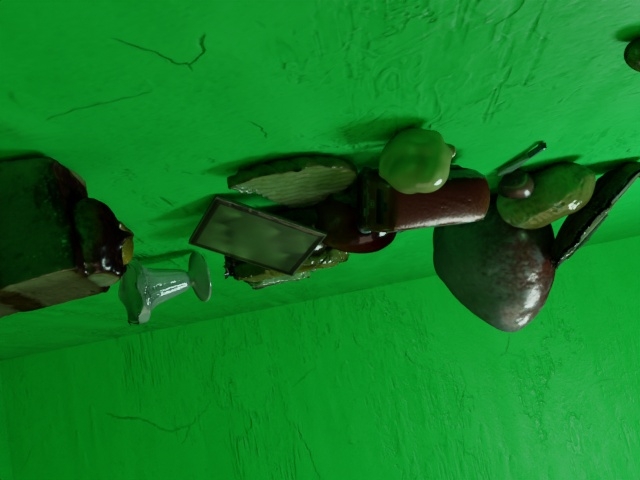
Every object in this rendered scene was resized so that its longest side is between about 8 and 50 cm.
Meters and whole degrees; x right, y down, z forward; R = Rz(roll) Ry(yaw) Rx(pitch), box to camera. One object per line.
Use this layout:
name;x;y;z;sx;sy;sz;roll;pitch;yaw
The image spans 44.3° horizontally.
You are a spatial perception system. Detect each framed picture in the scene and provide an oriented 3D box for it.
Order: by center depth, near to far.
framed picture;-0.124;-0.004;1.531;0.231;0.010;0.173;19;142;-19

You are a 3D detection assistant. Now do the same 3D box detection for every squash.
squash;0.483;-0.254;1.065;0.183;0.052;0.052;-10;171;-24

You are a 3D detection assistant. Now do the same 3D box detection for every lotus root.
lotus root;0.636;-0.068;1.862;0.329;0.078;0.167;-45;159;-13

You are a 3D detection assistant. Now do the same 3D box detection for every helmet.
helmet;0.417;-0.127;1.699;0.084;0.065;0.049;4;156;31

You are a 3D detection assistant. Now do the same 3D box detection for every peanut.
peanut;0.504;-0.100;1.749;0.224;0.129;0.129;-19;167;39

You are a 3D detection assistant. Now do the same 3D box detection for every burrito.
burrito;-0.134;0.111;2.443;0.229;0.063;0.058;-7;160;-34

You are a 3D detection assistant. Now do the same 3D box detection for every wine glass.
wine glass;-0.378;0.105;1.898;0.196;0.165;0.165;-13;173;-33

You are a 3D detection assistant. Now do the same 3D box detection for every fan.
fan;0.410;-0.164;1.592;0.038;0.016;0.193;-12;172;-14

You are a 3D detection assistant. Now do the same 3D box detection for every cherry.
cherry;0.429;0.045;1.982;0.291;0.335;0.326;-23;-156;-40

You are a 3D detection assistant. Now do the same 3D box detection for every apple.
apple;0.069;-0.043;1.557;0.158;0.147;0.156;-12;-168;12

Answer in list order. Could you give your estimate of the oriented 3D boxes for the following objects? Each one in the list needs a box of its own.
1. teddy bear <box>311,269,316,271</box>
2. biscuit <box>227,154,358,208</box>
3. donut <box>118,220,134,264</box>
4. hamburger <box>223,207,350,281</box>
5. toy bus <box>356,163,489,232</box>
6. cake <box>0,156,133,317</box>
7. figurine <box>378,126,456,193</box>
teddy bear;-0.003;0.020;1.922;0.213;0.111;0.133;-3;172;-31
biscuit;-0.027;-0.108;1.380;0.187;0.036;0.273;-14;169;18
donut;-0.451;0.021;1.543;0.174;0.075;0.190;-9;171;-13
hamburger;-0.061;0.006;1.705;0.308;0.133;0.211;-7;169;-21
toy bus;0.199;-0.078;1.457;0.265;0.121;0.120;-6;-168;-31
cake;-0.414;-0.008;1.099;0.293;0.199;0.196;-15;165;-3
figurine;0.163;-0.126;1.305;0.114;0.108;0.196;18;-177;12
